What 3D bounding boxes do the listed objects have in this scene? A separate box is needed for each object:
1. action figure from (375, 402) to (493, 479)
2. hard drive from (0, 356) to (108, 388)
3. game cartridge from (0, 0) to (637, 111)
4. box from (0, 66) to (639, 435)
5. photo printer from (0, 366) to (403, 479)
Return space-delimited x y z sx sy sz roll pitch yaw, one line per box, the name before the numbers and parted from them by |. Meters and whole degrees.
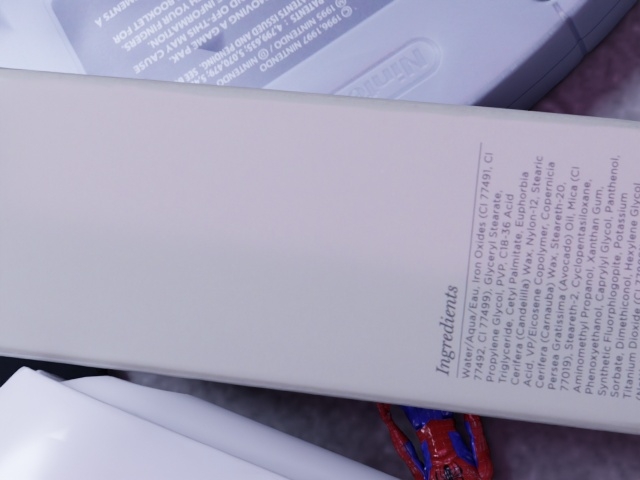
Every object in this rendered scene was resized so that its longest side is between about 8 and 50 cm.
action figure | 0.043 0.067 0.631 0.038 0.030 0.115 -22 73 8
hard drive | -0.150 0.089 0.638 0.022 0.135 0.094 -17 69 48
game cartridge | -0.005 -0.107 0.676 0.294 0.060 0.196 -32 66 9
box | 0.000 0.000 0.580 0.275 0.094 0.113 7 94 12
photo printer | -0.027 0.199 0.536 0.308 0.107 0.256 21 84 3
